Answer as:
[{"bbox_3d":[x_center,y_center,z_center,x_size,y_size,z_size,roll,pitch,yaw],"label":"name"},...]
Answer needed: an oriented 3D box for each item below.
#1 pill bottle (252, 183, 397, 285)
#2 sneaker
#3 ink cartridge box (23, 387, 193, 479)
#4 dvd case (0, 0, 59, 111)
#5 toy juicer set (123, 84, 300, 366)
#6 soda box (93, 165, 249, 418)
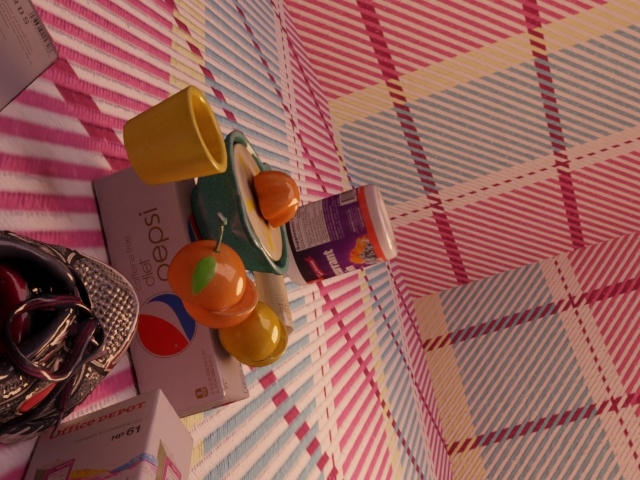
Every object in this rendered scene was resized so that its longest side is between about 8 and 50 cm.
[{"bbox_3d":[0.000,0.000,1.198,0.108,0.193,0.108,-18,90,-80],"label":"pill bottle"},{"bbox_3d":[-0.159,0.050,0.459,0.299,0.112,0.121,-5,77,-81],"label":"sneaker"},{"bbox_3d":[-0.129,0.154,0.506,0.122,0.088,0.052,-91,158,-61],"label":"ink cartridge box"},{"bbox_3d":[-0.254,-0.164,0.562,0.239,0.029,0.179,-89,159,-64],"label":"dvd case"},{"bbox_3d":[-0.051,0.004,0.767,0.329,0.089,0.209,33,40,-76],"label":"toy juicer set"},{"bbox_3d":[-0.129,0.042,0.752,0.069,0.074,0.216,40,33,-72],"label":"soda box"}]
